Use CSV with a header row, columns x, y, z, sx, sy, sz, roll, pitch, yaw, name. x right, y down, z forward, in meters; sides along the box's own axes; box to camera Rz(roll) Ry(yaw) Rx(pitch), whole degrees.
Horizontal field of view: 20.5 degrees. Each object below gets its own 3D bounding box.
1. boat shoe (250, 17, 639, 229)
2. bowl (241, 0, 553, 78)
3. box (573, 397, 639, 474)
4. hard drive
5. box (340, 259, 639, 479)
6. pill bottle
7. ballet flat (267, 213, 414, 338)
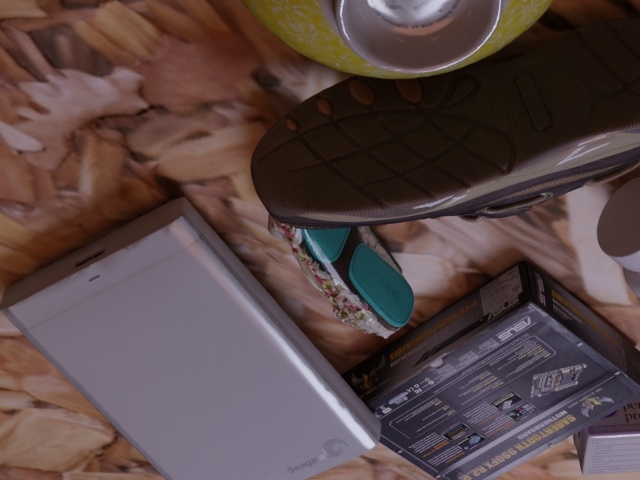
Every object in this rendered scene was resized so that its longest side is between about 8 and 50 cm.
x,y,z,sx,sy,sz,roll,pitch,yaw,name
0.124,-0.064,1.395,0.355,0.132,0.130,-12,149,-2,boat shoe
0.062,-0.211,1.243,0.289,0.156,0.289,-2,135,-2,bowl
0.412,0.178,1.729,0.324,0.063,0.067,-4,134,-1,box
-0.113,0.115,1.596,0.203,0.040,0.307,-26,121,23,hard drive
0.163,0.135,1.668,0.231,0.056,0.183,-35,128,28,box
0.331,0.023,1.535,0.193,0.108,0.108,33,124,-31,pill bottle
0.000,0.000,1.507,0.077,0.091,0.241,3,139,36,ballet flat
